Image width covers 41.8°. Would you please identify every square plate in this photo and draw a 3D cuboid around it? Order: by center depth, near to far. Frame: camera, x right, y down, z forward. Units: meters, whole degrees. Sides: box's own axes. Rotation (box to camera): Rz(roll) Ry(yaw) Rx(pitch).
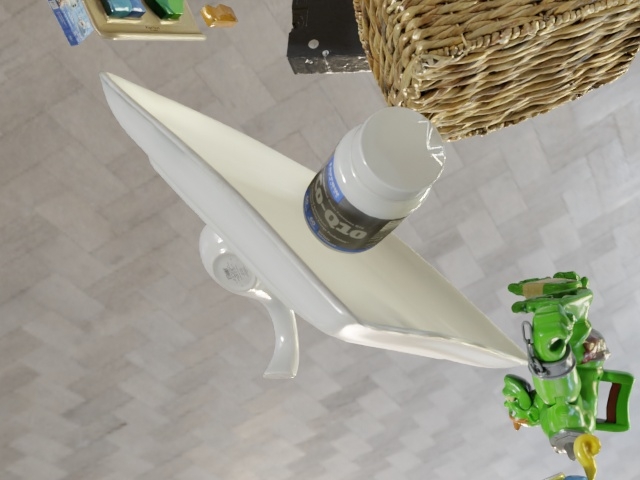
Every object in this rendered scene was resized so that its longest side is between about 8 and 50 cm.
[{"bbox_3d":[0.000,0.000,0.754,0.049,0.347,0.344,-54,146,11],"label":"square plate"}]

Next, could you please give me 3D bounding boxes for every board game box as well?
[{"bbox_3d":[-0.436,-0.404,1.485,0.020,0.090,0.090,-8,125,20],"label":"board game box"}]

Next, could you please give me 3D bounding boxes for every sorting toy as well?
[{"bbox_3d":[-0.259,-0.408,1.300,0.041,0.229,0.307,-33,171,36],"label":"sorting toy"}]

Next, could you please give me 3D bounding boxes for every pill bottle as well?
[{"bbox_3d":[0.039,-0.044,0.644,0.078,0.078,0.137,-5,164,-17],"label":"pill bottle"}]

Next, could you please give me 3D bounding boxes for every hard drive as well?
[{"bbox_3d":[0.121,-0.397,1.407,0.339,0.236,0.064,-1,159,14],"label":"hard drive"}]

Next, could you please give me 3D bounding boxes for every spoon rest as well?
[{"bbox_3d":[-0.094,0.078,1.264,0.137,0.084,0.276,-5,120,24],"label":"spoon rest"}]

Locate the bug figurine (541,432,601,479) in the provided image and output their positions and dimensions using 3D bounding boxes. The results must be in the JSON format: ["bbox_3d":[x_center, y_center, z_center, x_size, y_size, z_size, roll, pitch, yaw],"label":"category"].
[{"bbox_3d":[0.085,0.220,0.374,0.072,0.216,0.279,8,150,-1],"label":"bug figurine"}]

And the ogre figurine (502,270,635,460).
[{"bbox_3d":[0.189,0.093,0.649,0.097,0.118,0.197,-8,-177,0],"label":"ogre figurine"}]

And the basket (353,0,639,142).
[{"bbox_3d":[0.196,-0.268,0.970,0.299,0.223,0.213,-19,157,-6],"label":"basket"}]
